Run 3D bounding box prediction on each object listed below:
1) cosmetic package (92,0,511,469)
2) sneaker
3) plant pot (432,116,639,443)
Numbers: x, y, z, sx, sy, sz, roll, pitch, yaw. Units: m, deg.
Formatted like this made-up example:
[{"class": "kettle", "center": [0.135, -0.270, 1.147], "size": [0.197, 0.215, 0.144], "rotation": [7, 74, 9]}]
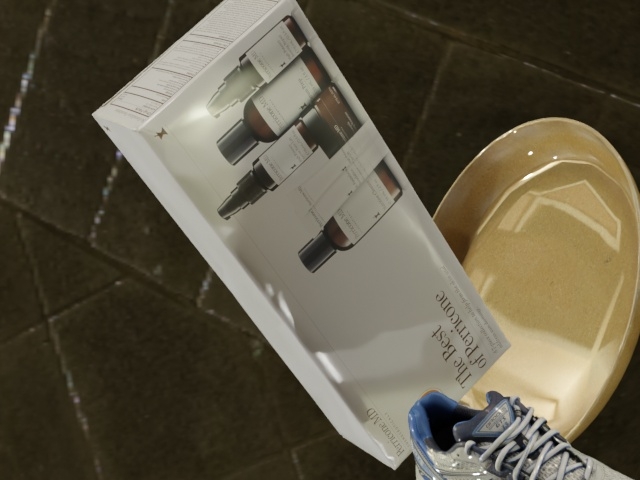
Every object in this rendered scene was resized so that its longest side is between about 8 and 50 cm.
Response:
[{"class": "cosmetic package", "center": [0.000, 0.000, 0.609], "size": [0.099, 0.239, 0.060], "rotation": [-43, 31, -13]}, {"class": "sneaker", "center": [0.081, 0.095, 0.505], "size": [0.135, 0.052, 0.058], "rotation": [6, 124, 53]}, {"class": "plant pot", "center": [0.131, 0.038, 0.783], "size": [0.236, 0.032, 0.236], "rotation": [-40, 41, 47]}]
